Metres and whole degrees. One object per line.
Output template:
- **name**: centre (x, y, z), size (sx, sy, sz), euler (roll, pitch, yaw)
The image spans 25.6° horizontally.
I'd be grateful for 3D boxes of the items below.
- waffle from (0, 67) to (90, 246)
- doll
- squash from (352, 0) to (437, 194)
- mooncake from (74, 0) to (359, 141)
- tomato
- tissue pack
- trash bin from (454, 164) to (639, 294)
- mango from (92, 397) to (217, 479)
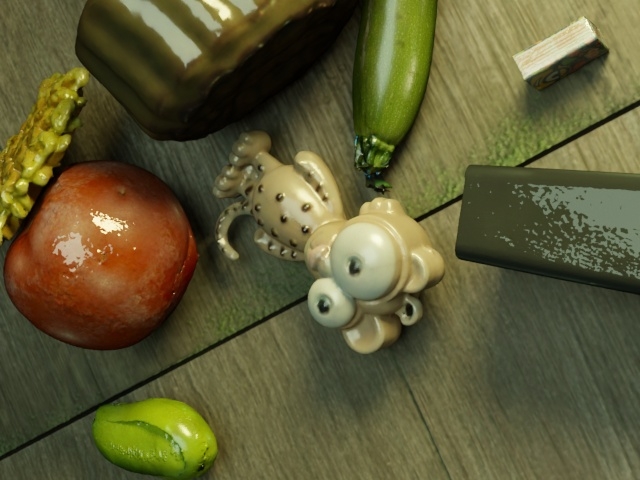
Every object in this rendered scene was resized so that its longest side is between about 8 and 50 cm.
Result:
- **waffle**: centre (-0.327, -0.090, 1.562), size (0.058, 0.238, 0.243), euler (31, 93, -17)
- **doll**: centre (0.000, -0.002, 1.470), size (0.278, 0.119, 0.154), euler (33, 115, 27)
- **squash**: centre (0.077, -0.213, 1.459), size (0.087, 0.087, 0.332), euler (8, 92, 23)
- **mooncake**: centre (-0.098, -0.225, 1.426), size (0.290, 0.290, 0.161), euler (-42, 84, 16)
- **tomato**: centre (-0.233, 0.018, 1.524), size (0.184, 0.208, 0.208), euler (31, 103, -15)
- **tissue pack**: centre (0.239, -0.186, 1.399), size (0.083, 0.063, 0.035), euler (-30, 74, 18)
- **trash bin**: centre (0.260, -0.009, 1.332), size (0.225, 0.165, 0.115), euler (7, 92, 25)
- **mango**: centre (-0.183, 0.216, 1.563), size (0.165, 0.074, 0.091), euler (12, 99, 35)
